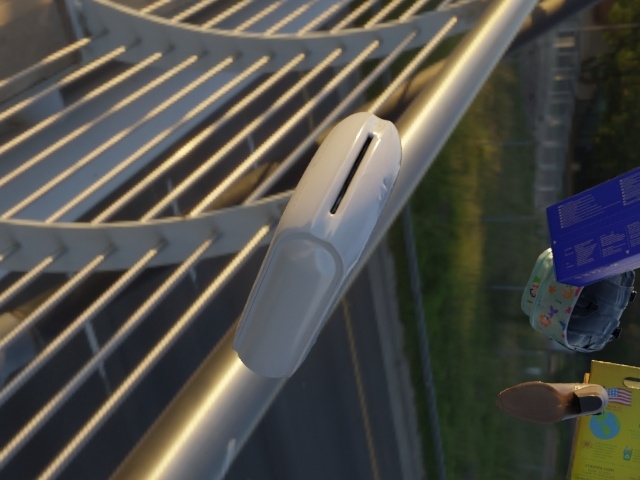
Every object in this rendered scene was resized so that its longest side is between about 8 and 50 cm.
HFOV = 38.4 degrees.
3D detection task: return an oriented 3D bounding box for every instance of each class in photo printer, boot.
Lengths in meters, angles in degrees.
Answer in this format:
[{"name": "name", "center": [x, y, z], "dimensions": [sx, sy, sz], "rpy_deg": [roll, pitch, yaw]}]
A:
[{"name": "photo printer", "center": [0.000, 0.000, 1.170], "dimensions": [0.256, 0.107, 0.307], "rpy_deg": [-63, 179, -42]}, {"name": "boot", "center": [0.242, 0.167, 0.961], "dimensions": [0.087, 0.118, 0.042], "rpy_deg": [36, 56, -81]}]

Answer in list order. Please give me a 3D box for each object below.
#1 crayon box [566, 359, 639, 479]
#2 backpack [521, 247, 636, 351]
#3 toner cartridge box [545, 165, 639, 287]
[{"name": "crayon box", "center": [0.534, 0.353, 1.558], "dimensions": [0.081, 0.202, 0.318], "rpy_deg": [-46, 143, -69]}, {"name": "backpack", "center": [0.556, 0.122, 2.013], "dimensions": [0.253, 0.191, 0.225], "rpy_deg": [10, 104, -56]}, {"name": "toner cartridge box", "center": [0.588, -0.039, 1.727], "dimensions": [0.075, 0.348, 0.165], "rpy_deg": [13, 65, -33]}]
